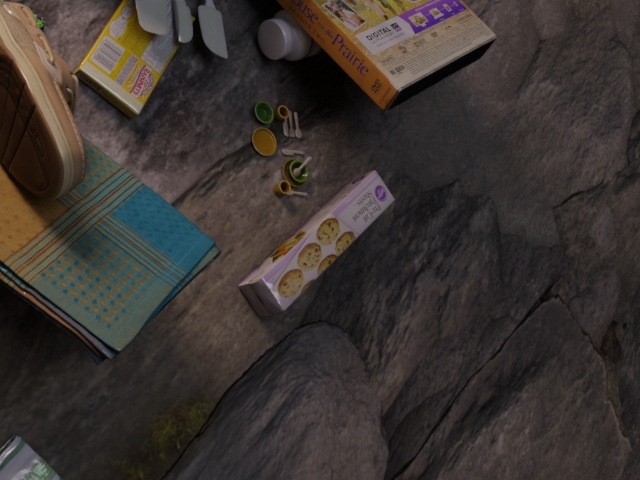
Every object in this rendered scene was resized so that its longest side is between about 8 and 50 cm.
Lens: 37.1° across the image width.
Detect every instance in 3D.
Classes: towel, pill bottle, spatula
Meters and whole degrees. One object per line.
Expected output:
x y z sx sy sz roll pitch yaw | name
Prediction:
-0.348 0.323 1.139 0.152 0.023 0.113 51 52 -17 | towel
-0.027 -0.344 1.567 0.152 0.086 0.086 -25 94 -41 | pill bottle
-0.321 -0.037 1.139 0.370 0.040 0.271 38 35 2 | towel
-0.219 -0.399 1.441 0.168 0.019 0.241 8 64 -41 | spatula

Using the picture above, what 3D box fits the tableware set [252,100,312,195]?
-0.061 -0.145 1.520 0.104 0.024 0.154 3 76 -39 | tableware set

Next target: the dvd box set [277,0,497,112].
0.061 -0.421 1.576 0.420 0.062 0.308 47 47 9 | dvd box set

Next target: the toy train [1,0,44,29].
-0.410 -0.305 1.280 0.083 0.017 0.023 18 55 -35 | toy train

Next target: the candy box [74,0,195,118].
-0.267 -0.285 1.387 0.105 0.027 0.205 40 54 -26 | candy box

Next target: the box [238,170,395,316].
0.000 0.000 1.501 0.324 0.063 0.067 -43 106 -39 | box

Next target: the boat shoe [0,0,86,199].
-0.345 -0.188 1.152 0.110 0.121 0.341 -5 51 -41 | boat shoe
